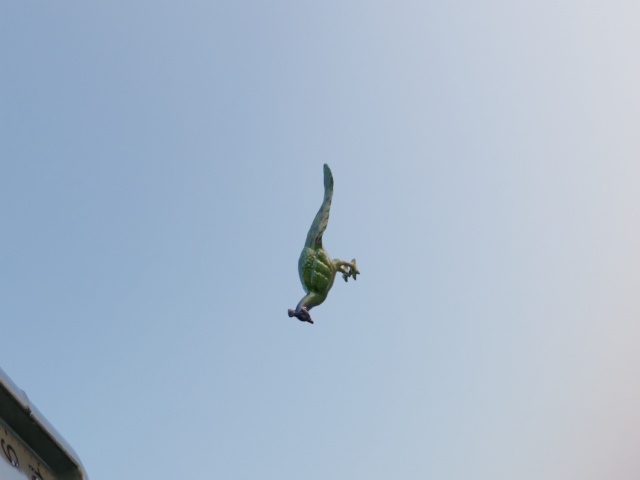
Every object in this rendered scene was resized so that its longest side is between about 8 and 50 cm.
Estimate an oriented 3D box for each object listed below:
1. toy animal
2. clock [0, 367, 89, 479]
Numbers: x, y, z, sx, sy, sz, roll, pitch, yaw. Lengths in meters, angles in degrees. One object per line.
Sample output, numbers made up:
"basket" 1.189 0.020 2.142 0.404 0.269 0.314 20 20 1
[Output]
"toy animal" 0.014 0.008 0.815 0.075 0.041 0.217 25 -120 -22
"clock" -0.201 0.216 0.462 0.049 0.273 0.279 -25 -41 -14
